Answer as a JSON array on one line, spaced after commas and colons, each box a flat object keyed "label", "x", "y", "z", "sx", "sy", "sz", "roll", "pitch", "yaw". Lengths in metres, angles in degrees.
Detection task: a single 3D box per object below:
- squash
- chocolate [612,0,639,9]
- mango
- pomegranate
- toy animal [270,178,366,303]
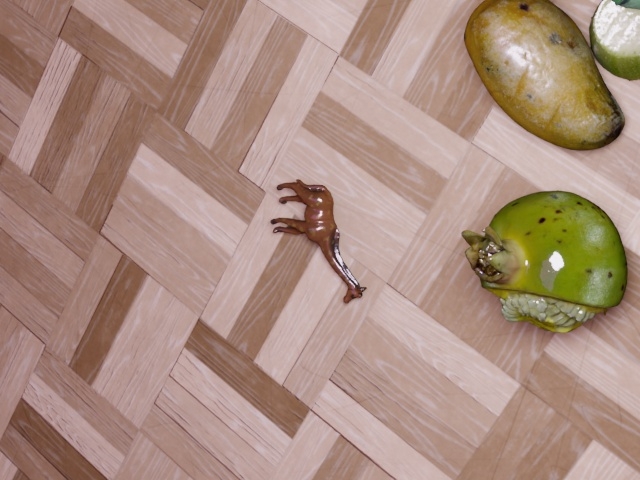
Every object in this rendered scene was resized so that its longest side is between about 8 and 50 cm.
[{"label": "squash", "x": 0.536, "y": -0.361, "z": 1.800, "sx": 0.170, "sy": 0.123, "sz": 0.170, "roll": 2, "pitch": 94, "yaw": 23}, {"label": "chocolate", "x": 0.612, "y": -0.401, "z": 1.688, "sx": 0.291, "sy": 0.110, "sz": 0.110, "roll": 7, "pitch": 102, "yaw": -14}, {"label": "mango", "x": 0.391, "y": -0.293, "z": 1.866, "sx": 0.176, "sy": 0.175, "sz": 0.329, "roll": -26, "pitch": 102, "yaw": 50}, {"label": "pomegranate", "x": 0.378, "y": 0.032, "z": 1.814, "sx": 0.260, "sy": 0.341, "sz": 0.260, "roll": -13, "pitch": 72, "yaw": 45}, {"label": "toy animal", "x": 0.000, "y": 0.000, "z": 2.156, "sx": 0.230, "sy": 0.066, "sz": 0.224, "roll": 16, "pitch": 103, "yaw": 21}]
